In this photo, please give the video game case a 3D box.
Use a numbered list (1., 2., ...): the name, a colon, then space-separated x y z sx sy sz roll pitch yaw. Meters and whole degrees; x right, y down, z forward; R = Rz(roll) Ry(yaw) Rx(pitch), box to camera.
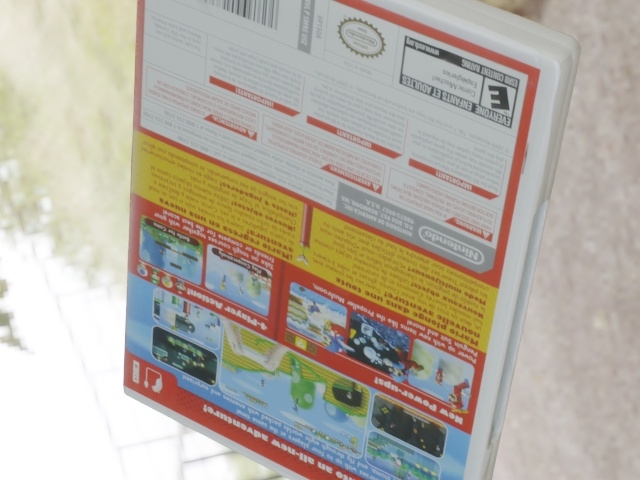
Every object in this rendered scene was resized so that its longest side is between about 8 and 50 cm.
1. video game case: 0.000 0.000 0.835 0.025 0.204 0.285 -42 -32 -45
